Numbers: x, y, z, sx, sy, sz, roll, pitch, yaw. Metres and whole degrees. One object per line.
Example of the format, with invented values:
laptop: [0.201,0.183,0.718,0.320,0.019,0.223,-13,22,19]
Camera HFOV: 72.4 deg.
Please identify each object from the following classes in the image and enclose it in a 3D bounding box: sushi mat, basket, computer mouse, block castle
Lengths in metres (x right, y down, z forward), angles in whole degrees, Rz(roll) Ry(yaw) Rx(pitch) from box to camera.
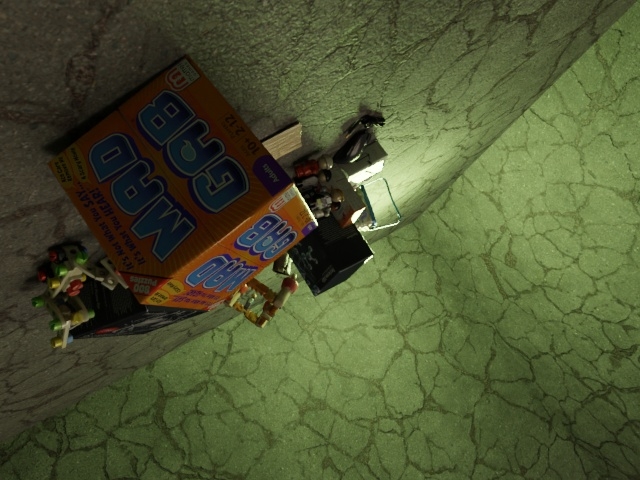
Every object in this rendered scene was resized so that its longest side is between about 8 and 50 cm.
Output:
sushi mat: [-0.192,-0.264,1.378,0.317,0.019,0.151,-31,166,-9]
basket: [0.247,-0.166,2.257,0.289,0.254,0.201,-21,172,-10]
computer mouse: [0.135,-0.369,1.672,0.262,0.060,0.184,-41,166,29]
block castle: [-0.325,0.264,2.342,0.212,0.303,0.453,-58,-176,-34]

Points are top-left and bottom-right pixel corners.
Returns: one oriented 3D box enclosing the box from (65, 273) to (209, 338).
box: [-0.624,0.208,1.517,0.313,0.178,0.343,-21,165,15]

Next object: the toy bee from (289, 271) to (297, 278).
toy bee: [-0.174,0.070,2.425,0.298,0.162,0.195,-59,155,3]

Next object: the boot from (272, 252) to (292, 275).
boot: [-0.161,0.078,2.211,0.090,0.206,0.249,-9,163,34]

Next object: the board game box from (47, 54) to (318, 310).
board game box: [-0.271,-0.095,0.989,0.356,0.356,0.356,-39,167,-2]

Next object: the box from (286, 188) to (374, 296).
box: [0.000,0.000,1.959,0.212,0.395,0.293,-25,164,-33]

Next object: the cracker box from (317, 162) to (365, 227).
cracker box: [0.076,-0.186,1.817,0.067,0.232,0.155,-26,165,-25]

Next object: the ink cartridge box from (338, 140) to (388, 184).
ink cartridge box: [0.174,-0.320,1.885,0.203,0.085,0.148,-31,167,-11]

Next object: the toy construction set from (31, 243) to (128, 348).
toy construction set: [-0.687,0.137,1.234,0.328,0.215,0.151,-37,167,17]

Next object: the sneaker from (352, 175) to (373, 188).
sneaker: [0.177,-0.297,2.027,0.178,0.072,0.077,-41,155,11]

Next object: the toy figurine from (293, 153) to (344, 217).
toy figurine: [0.000,-0.198,1.643,0.148,0.209,0.213,-21,167,-7]
